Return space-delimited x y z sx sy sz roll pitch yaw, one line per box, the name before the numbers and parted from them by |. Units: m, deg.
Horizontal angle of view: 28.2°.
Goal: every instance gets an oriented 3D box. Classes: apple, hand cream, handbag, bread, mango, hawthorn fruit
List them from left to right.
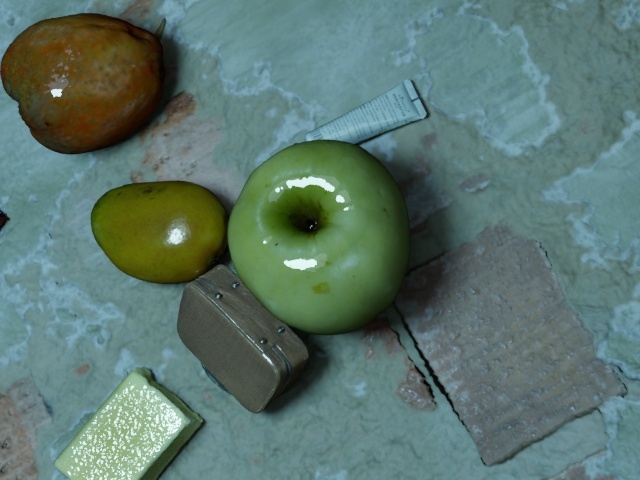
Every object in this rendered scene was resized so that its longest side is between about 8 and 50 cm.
hawthorn fruit | -0.331 -0.249 1.881 0.262 0.210 0.210 -31 73 -6
bread | -0.274 0.289 1.818 0.125 0.068 0.188 39 89 18
mango | -0.235 -0.011 1.845 0.221 0.120 0.151 -1 75 21
handbag | -0.115 0.141 1.774 0.193 0.151 0.072 44 51 15
apple | 0.000 0.000 1.713 0.262 0.262 0.262 -3 78 13
hand cream | 0.054 -0.167 1.847 0.195 0.042 0.067 -24 66 3

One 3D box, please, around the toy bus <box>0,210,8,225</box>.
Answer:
toy bus | -0.591 -0.083 1.975 0.235 0.073 0.096 43 100 18
